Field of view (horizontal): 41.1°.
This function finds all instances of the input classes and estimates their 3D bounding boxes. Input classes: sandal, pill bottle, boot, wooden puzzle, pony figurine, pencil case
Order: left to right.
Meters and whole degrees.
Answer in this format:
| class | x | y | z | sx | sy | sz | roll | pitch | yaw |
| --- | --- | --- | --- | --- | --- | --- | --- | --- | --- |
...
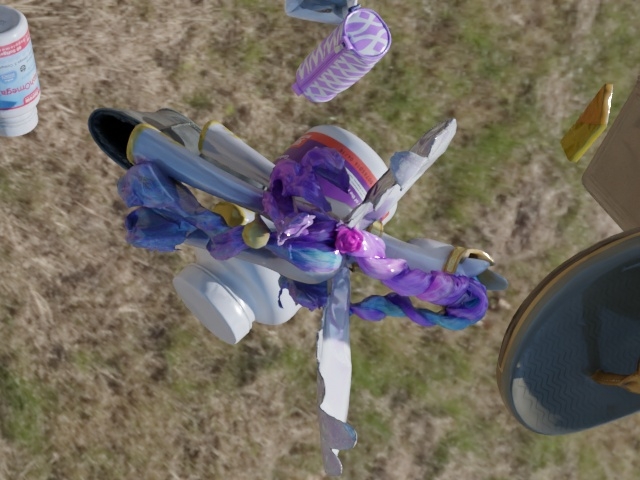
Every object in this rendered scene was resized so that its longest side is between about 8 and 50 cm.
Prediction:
| class | x | y | z | sx | sy | sz | roll | pitch | yaw |
| --- | --- | --- | --- | --- | --- | --- | --- | --- | --- |
| pill bottle | -0.415 | -0.218 | 1.113 | 0.087 | 0.087 | 0.160 | -29 | 145 | -29 |
| boot | -0.157 | -0.100 | 1.000 | 0.190 | 0.208 | 0.076 | 28 | 95 | -1 |
| pill bottle | -0.051 | -0.007 | 1.218 | 0.323 | 0.181 | 0.181 | -44 | 125 | -22 |
| pony figurine | 0.000 | 0.000 | 0.795 | 0.351 | 0.363 | 0.302 | -32 | 144 | -75 |
| pencil case | 0.031 | -0.284 | 1.336 | 0.088 | 0.206 | 0.086 | -39 | 93 | -25 |
| wooden puzzle | 0.167 | -0.039 | 0.438 | 0.014 | 0.116 | 0.078 | 2 | 133 | -21 |
| sandal | 0.141 | 0.026 | 0.280 | 0.072 | 0.180 | 0.049 | 59 | 24 | -23 |

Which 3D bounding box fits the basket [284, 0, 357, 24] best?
| class | x | y | z | sx | sy | sz | roll | pitch | yaw |
| --- | --- | --- | --- | --- | --- | --- | --- | --- | --- |
| basket | 0.014 | -0.436 | 1.350 | 0.113 | 0.103 | 0.167 | 11 | 112 | 4 |
